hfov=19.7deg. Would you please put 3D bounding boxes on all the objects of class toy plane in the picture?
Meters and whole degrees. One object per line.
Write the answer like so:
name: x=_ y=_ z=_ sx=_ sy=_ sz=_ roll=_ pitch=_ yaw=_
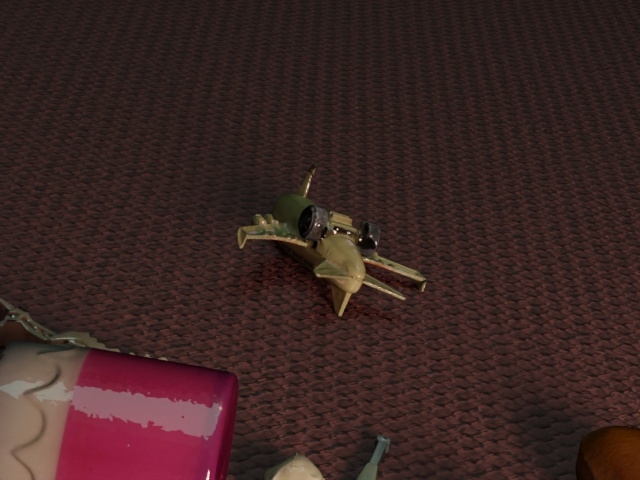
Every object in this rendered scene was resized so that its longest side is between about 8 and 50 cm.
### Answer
toy plane: x=0.000 y=0.000 z=2.110 sx=0.242 sy=0.104 sz=0.256 roll=14 pitch=25 yaw=-27

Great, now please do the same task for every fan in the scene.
fan: x=0.040 y=0.228 z=1.685 sx=0.038 sy=0.016 sz=0.193 roll=15 pitch=25 yaw=9

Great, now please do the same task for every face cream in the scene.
face cream: x=-0.176 y=0.178 z=1.522 sx=0.195 sy=0.175 sz=0.175 roll=9 pitch=23 yaw=3

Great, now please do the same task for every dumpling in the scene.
dumpling: x=-0.021 y=0.223 z=1.651 sx=0.052 sy=0.057 sz=0.076 roll=-31 pitch=-1 yaw=-2

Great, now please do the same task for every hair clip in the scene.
hair clip: x=-0.250 y=0.111 z=1.833 sx=0.226 sy=0.034 sz=0.072 roll=18 pitch=28 yaw=18

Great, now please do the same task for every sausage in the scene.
sausage: x=0.305 y=0.251 z=1.618 sx=0.105 sy=0.105 sz=0.274 roll=2 pitch=24 yaw=-15
